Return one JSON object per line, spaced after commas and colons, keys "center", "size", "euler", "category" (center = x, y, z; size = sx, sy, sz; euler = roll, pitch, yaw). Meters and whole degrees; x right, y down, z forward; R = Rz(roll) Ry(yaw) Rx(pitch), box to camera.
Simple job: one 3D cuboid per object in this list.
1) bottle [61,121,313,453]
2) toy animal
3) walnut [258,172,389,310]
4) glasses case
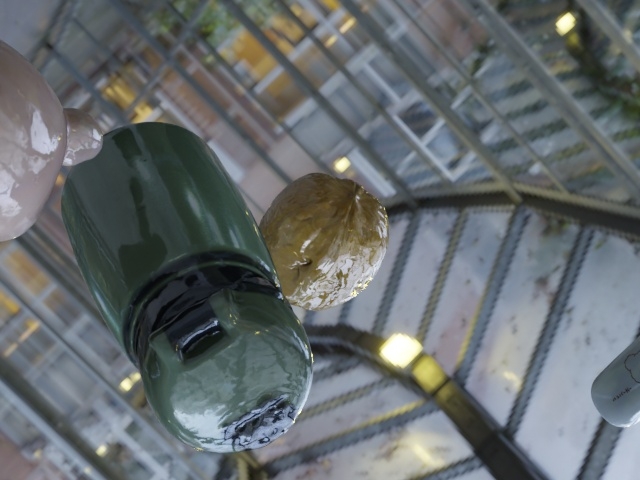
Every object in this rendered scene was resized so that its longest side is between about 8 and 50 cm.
{"center": [-0.116, 0.039, 0.993], "size": [0.168, 0.168, 0.347], "euler": [-43, -141, 7], "category": "bottle"}
{"center": [-0.313, -0.050, 0.849], "size": [0.229, 0.210, 0.221], "euler": [-40, -158, 18], "category": "toy animal"}
{"center": [0.000, 0.000, 1.717], "size": [0.193, 0.193, 0.226], "euler": [-54, 174, -48], "category": "walnut"}
{"center": [0.409, 0.149, 1.386], "size": [0.193, 0.074, 0.049], "euler": [-48, 149, 24], "category": "glasses case"}
